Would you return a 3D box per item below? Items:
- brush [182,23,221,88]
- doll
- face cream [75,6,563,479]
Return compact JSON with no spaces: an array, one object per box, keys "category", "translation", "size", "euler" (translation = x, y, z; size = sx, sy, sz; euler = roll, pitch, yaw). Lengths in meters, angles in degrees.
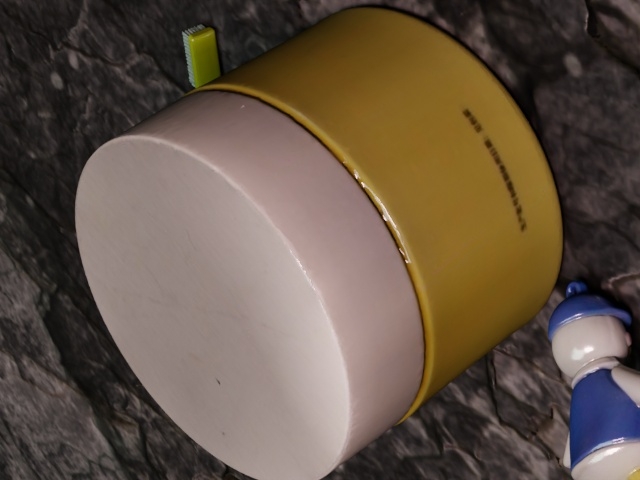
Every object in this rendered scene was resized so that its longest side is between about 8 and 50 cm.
[{"category":"brush","translation":[-0.072,-0.098,1.268],"size":[0.021,0.019,0.083],"euler":[29,138,49]},{"category":"doll","translation":[0.154,0.085,1.071],"size":[0.099,0.058,0.143],"euler":[125,139,-50]},{"category":"face cream","translation":[0.000,0.000,1.113],"size":[0.218,0.179,0.218],"euler":[32,139,32]}]
